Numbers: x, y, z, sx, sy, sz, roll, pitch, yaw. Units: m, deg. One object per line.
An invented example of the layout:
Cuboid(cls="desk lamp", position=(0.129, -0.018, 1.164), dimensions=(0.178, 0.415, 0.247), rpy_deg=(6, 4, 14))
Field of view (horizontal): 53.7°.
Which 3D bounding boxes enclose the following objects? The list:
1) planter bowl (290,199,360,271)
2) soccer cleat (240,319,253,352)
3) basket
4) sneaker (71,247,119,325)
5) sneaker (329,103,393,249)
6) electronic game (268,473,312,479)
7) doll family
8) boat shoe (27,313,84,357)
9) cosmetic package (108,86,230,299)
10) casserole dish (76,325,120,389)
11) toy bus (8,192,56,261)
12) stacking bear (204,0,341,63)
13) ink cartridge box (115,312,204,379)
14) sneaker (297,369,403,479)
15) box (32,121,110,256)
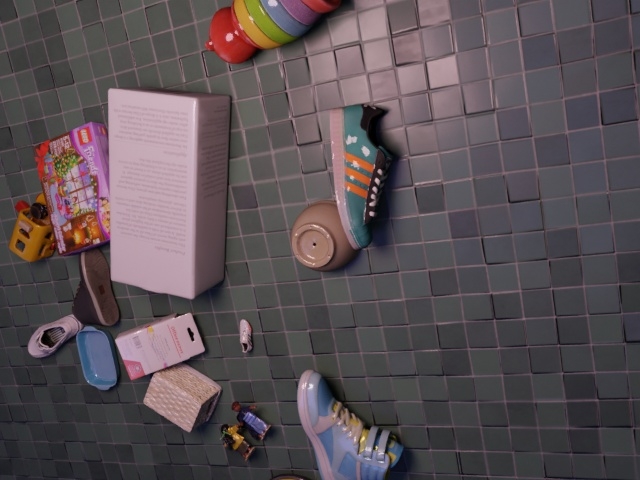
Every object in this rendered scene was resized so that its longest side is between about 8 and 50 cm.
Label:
Cuboid(cls="planter bowl", position=(0.000, 0.000, 1.395), dimensions=(0.162, 0.109, 0.162), rpy_deg=(6, 106, 20))
Cuboid(cls="soccer cleat", position=(-0.187, 0.238, 1.569), dimensions=(0.029, 0.035, 0.083), rpy_deg=(-1, 104, 21))
Cuboid(cls="basket", position=(-0.362, 0.403, 1.643), dimensions=(0.167, 0.103, 0.113), rpy_deg=(29, 111, 13))
Cuboid(cls="sneaker", position=(-0.624, 0.126, 1.682), dimensions=(0.118, 0.083, 0.222), rpy_deg=(-8, 98, 28))
Cuboid(cls="sneaker", position=(0.094, -0.134, 1.311), dimensions=(0.121, 0.108, 0.302), rpy_deg=(-6, 91, 13))
Cuboid(cls="electronic game", position=(-0.057, 0.710, 1.639), dimensions=(0.229, 0.048, 0.229), rpy_deg=(5, 105, 19))
Cuboid(cls="doll family", position=(-0.201, 0.485, 1.625), dimensions=(0.111, 0.076, 0.193), rpy_deg=(39, 109, 12))
Cuboid(cls="boat shoe", position=(-0.766, 0.272, 1.778), dimensions=(0.226, 0.076, 0.083), rpy_deg=(-35, 90, 25))
Cuboid(cls="cosmetic package", position=(-0.349, -0.116, 1.469), dimensions=(0.230, 0.161, 0.453), rpy_deg=(11, 107, 18))
Cuboid(cls="casserole dish", position=(-0.612, 0.322, 1.755), dimensions=(0.114, 0.037, 0.188), rpy_deg=(-3, 102, 22))
Cuboid(cls="toy bus", position=(-0.748, -0.044, 1.672), dimensions=(0.191, 0.104, 0.202), rpy_deg=(-13, 99, 23))
Cuboid(cls="stacking bear", position=(-0.114, -0.469, 1.297), dimensions=(0.289, 0.175, 0.164), rpy_deg=(-25, 87, 34))
Cuboid(cls="ink cartridge box", position=(-0.406, 0.262, 1.617), dimensions=(0.198, 0.067, 0.115), rpy_deg=(-19, 98, -6))
Cuboid(cls="sneaker", position=(0.078, 0.436, 1.475), dimensions=(0.208, 0.127, 0.319), rpy_deg=(-10, 110, 25))
Cuboid(cls="box", position=(-0.600, -0.125, 1.587), dimensions=(0.201, 0.057, 0.293), rpy_deg=(-16, 86, 21))
